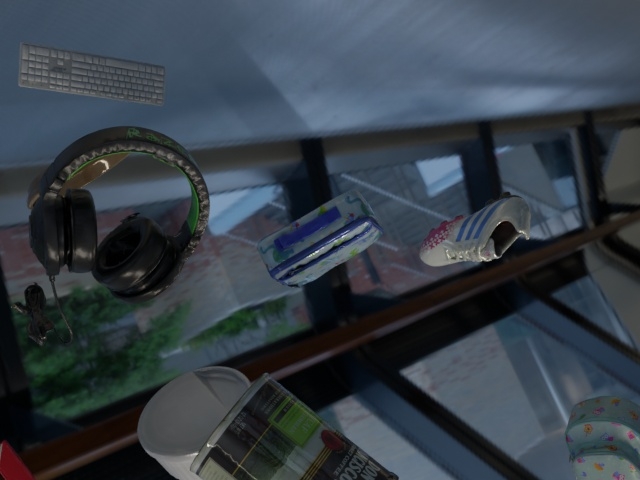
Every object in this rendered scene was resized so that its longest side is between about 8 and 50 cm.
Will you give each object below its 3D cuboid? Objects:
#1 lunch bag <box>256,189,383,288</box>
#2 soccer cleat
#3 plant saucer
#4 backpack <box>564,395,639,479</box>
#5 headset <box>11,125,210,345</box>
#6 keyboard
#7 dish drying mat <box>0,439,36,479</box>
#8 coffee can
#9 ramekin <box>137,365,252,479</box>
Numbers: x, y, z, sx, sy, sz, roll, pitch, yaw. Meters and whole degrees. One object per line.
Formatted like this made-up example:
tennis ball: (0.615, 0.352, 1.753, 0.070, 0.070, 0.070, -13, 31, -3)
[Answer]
lunch bag: (0.000, 0.000, 1.517, 0.219, 0.090, 0.176, -30, 164, 5)
soccer cleat: (0.382, 0.004, 2.087, 0.116, 0.143, 0.331, 29, 133, -34)
plant saucer: (-0.492, -0.155, 1.718, 0.277, 0.041, 0.278, -33, -176, 3)
backpack: (0.546, 0.392, 1.549, 0.165, 0.188, 0.144, -18, -168, 41)
headset: (-0.338, -0.004, 1.259, 0.243, 0.185, 0.394, 26, 109, -34)
keyboard: (-0.386, -0.283, 1.422, 0.256, 0.072, 0.014, 2, -174, -35)
dish drying mat: (-0.398, 0.302, 1.079, 0.032, 0.083, 0.008, -39, 173, -3)
coffee can: (-0.042, 0.377, 1.337, 0.201, 0.275, 0.201, -52, 172, -10)
ramekin: (-0.262, 0.422, 1.872, 0.272, 0.127, 0.273, -14, -147, 9)
